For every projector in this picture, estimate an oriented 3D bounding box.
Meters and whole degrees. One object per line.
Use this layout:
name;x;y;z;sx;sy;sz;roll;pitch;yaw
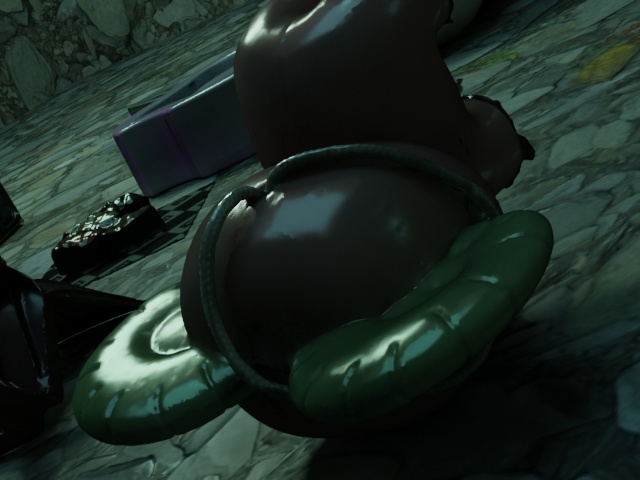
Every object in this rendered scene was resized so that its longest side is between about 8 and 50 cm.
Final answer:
projector;-0.253;-0.238;2.259;0.115;0.061;0.147;-37;17;-25

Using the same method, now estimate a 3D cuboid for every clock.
clock;-0.118;-0.189;1.772;0.339;0.102;0.338;-27;14;7

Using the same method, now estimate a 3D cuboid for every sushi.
sushi;-0.249;-0.011;1.515;0.231;0.047;0.219;-25;15;12

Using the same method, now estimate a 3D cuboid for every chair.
chair;-0.271;0.099;1.064;0.176;0.183;0.326;-23;-29;23

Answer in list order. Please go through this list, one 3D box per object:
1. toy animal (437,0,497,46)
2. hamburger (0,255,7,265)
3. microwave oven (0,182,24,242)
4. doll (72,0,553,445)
toy animal;0.118;-0.362;1.703;0.251;0.250;0.310;-11;22;49
hamburger;-0.449;0.050;1.535;0.159;0.131;0.185;-34;7;12
microwave oven;-0.575;-0.075;2.004;0.122;0.208;0.162;-24;16;18
doll;0.000;0.000;0.712;0.284;0.216;0.268;-14;26;37
